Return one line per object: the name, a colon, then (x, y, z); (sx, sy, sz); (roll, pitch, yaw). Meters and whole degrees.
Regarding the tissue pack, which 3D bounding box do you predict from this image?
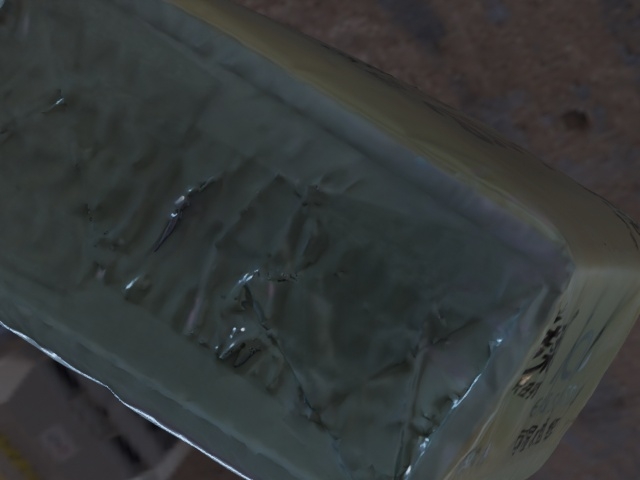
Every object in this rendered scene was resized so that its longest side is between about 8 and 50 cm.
tissue pack: (0.000, 0.000, 1.100); (0.332, 0.205, 0.405); (32, -172, 14)
